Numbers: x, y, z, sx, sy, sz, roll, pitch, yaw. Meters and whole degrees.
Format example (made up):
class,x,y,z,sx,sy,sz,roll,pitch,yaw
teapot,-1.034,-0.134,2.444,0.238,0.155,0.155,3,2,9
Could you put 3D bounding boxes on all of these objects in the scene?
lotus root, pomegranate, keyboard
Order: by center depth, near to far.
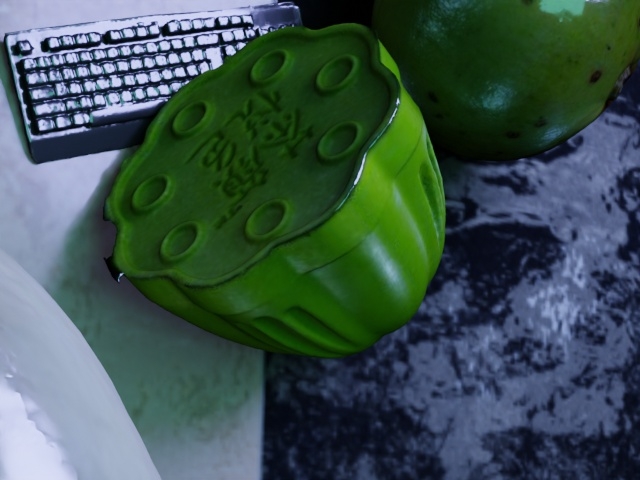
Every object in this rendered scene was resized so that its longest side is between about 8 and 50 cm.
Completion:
class,x,y,z,sx,sy,sz,roll,pitch,yaw
lotus root,0.000,0.000,0.682,0.186,0.186,0.186,8,76,-33
keyboard,-0.084,-0.096,0.718,0.196,0.015,0.074,-13,88,-35
pomegranate,0.095,-0.157,0.769,0.225,0.187,0.187,41,57,11

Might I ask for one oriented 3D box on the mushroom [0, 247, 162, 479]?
class,x,y,z,sx,sy,sz,roll,pitch,yaw
mushroom,-0.186,0.140,0.457,0.315,0.356,0.315,36,35,-32
